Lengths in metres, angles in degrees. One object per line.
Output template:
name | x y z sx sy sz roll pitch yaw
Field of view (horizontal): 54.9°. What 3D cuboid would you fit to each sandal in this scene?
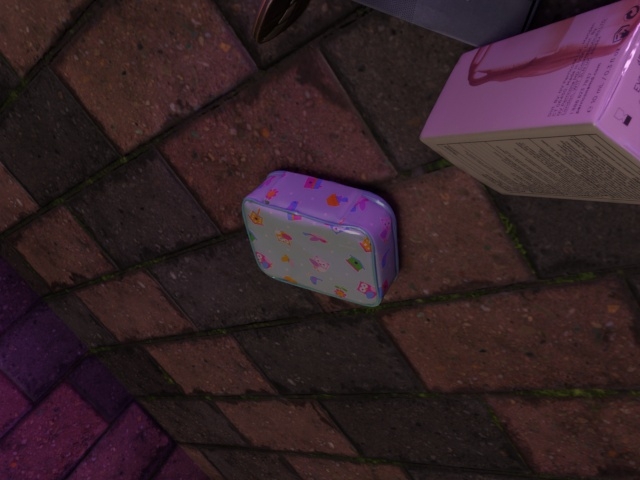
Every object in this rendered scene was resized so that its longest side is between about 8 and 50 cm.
sandal | -0.052 -0.363 0.811 0.060 0.090 0.219 45 146 19

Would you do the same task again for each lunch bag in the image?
lunch bag | 0.000 0.000 1.100 0.279 0.108 0.224 16 141 28

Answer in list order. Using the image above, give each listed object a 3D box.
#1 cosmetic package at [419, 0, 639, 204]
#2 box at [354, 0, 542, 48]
cosmetic package | 0.250 -0.128 0.635 0.153 0.129 0.296 28 177 -20
box | 0.149 -0.333 0.698 0.232 0.059 0.183 27 141 14
